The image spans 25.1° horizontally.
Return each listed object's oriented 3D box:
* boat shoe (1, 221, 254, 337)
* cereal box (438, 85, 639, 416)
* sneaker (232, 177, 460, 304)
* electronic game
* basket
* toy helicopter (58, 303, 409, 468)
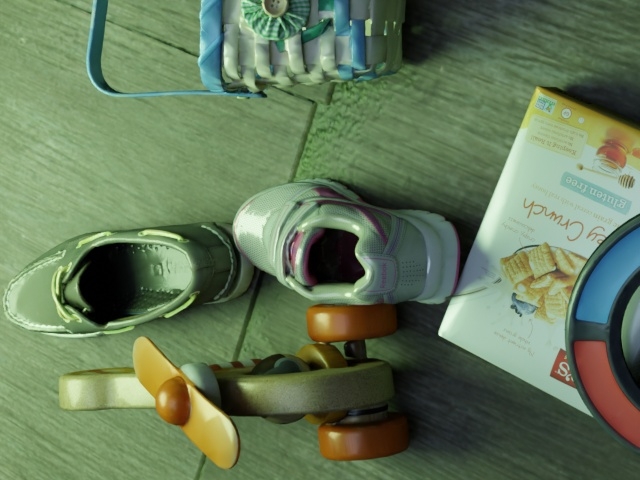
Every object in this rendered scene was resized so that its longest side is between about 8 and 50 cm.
[{"bbox_3d":[-0.215,0.041,1.453,0.305,0.091,0.109,-12,88,31],"label":"boat shoe"},{"bbox_3d":[0.219,0.011,1.219,0.173,0.047,0.240,27,107,25],"label":"cereal box"},{"bbox_3d":[0.000,0.000,1.299,0.252,0.111,0.102,9,99,44],"label":"sneaker"},{"bbox_3d":[0.309,0.077,1.139,0.229,0.048,0.229,3,104,12],"label":"electronic game"},{"bbox_3d":[-0.069,-0.250,1.276,0.289,0.201,0.254,5,98,20],"label":"basket"},{"bbox_3d":[-0.105,0.140,1.314,0.355,0.235,0.140,-4,92,31],"label":"toy helicopter"}]
